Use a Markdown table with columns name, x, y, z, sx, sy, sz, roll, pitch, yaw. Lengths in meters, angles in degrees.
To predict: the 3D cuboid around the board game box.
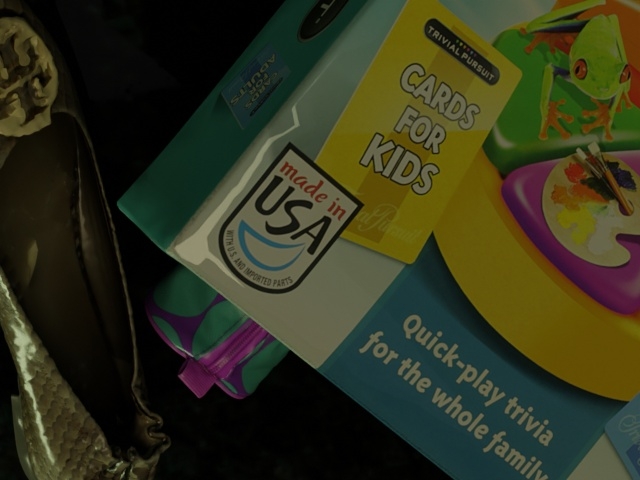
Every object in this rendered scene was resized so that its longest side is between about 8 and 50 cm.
| name | x | y | z | sx | sy | sz | roll | pitch | yaw |
| --- | --- | --- | --- | --- | --- | --- | --- | --- | --- |
| board game box | 0.129 | -0.061 | 0.740 | 0.254 | 0.079 | 0.336 | 39 | 89 | -24 |

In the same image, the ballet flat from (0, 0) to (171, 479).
| name | x | y | z | sx | sy | sz | roll | pitch | yaw |
| --- | --- | --- | --- | --- | --- | --- | --- | --- | --- |
| ballet flat | -0.107 | 0.011 | 0.788 | 0.084 | 0.058 | 0.250 | -37 | 131 | -38 |

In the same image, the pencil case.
| name | x | y | z | sx | sy | sz | roll | pitch | yaw |
| --- | --- | --- | --- | --- | --- | --- | --- | --- | --- |
| pencil case | 0.000 | 0.000 | 0.809 | 0.152 | 0.070 | 0.064 | -40 | 116 | 13 |
